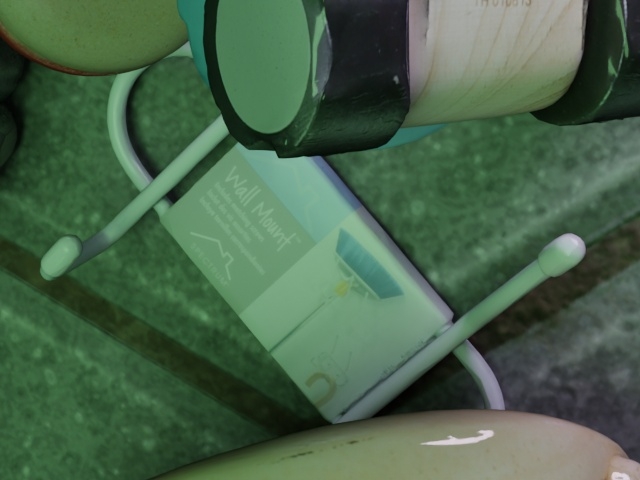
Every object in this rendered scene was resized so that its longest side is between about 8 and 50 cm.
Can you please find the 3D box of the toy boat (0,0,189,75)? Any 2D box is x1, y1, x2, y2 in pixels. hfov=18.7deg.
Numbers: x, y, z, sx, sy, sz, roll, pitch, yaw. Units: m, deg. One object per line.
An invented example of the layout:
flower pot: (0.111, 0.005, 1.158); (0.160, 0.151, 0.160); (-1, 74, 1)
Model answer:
toy boat: (-0.133, -0.213, 1.179); (0.151, 0.151, 0.231); (15, 85, -19)

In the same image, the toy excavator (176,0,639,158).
toy excavator: (-0.030, -0.277, 0.996); (0.445, 0.222, 0.433); (22, 117, 54)

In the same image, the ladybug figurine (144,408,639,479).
ladybug figurine: (-0.005, 0.232, 1.146); (0.449, 0.305, 0.162); (-25, 57, 28)

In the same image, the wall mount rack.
wall mount rack: (0.000, 0.000, 1.176); (0.350, 0.130, 0.304); (49, 118, 4)

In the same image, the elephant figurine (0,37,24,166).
elephant figurine: (-0.331, -0.105, 1.276); (0.239, 0.169, 0.186); (22, 118, 14)
